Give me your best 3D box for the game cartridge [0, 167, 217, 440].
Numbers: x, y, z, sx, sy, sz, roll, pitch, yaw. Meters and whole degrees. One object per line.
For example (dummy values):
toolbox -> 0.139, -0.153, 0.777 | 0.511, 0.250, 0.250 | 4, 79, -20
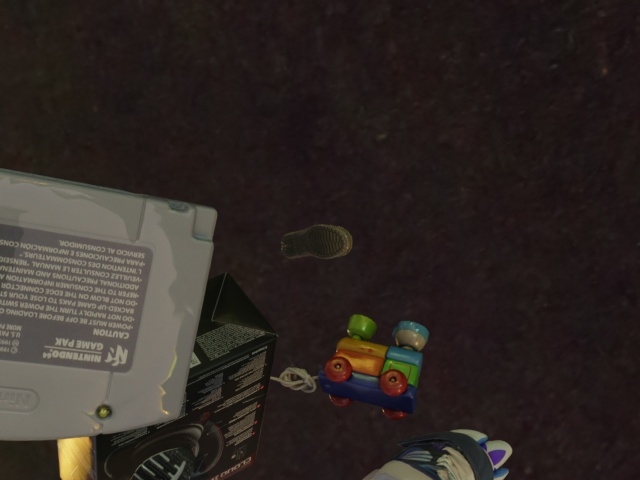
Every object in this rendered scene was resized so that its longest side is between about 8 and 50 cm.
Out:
game cartridge -> -0.234, 0.045, 0.714 | 0.060, 0.294, 0.196 | -169, 90, -66

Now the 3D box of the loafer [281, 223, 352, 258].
loafer -> 0.000, 0.000, 1.516 | 0.148, 0.050, 0.056 | -1, 99, 48

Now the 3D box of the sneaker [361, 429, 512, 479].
sneaker -> 0.209, 0.359, 1.516 | 0.130, 0.236, 0.323 | 64, 162, 5

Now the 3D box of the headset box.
headset box -> -0.179, 0.201, 1.105 | 0.110, 0.218, 0.293 | 49, 147, 30

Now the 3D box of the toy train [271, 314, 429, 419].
toy train -> 0.043, 0.178, 1.539 | 0.248, 0.143, 0.105 | 12, 147, 15

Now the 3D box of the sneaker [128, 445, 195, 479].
sneaker -> -0.150, 0.213, 0.841 | 0.109, 0.044, 0.040 | -41, 93, 7
